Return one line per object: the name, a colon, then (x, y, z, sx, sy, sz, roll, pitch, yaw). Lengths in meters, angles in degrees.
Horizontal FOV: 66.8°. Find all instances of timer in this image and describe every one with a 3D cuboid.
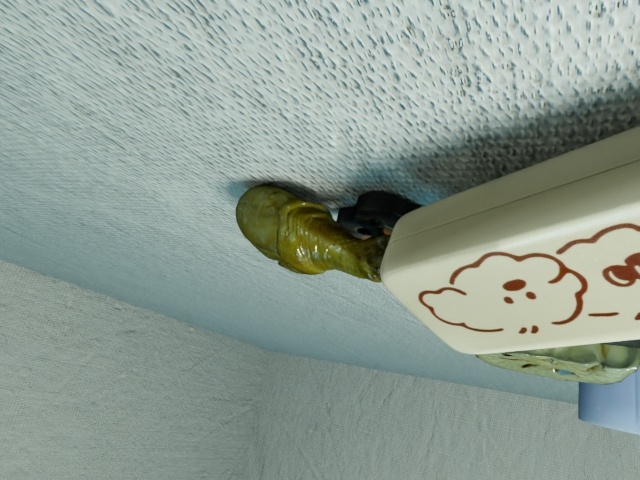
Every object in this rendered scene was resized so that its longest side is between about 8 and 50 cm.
timer: (0.674, 0.297, 0.846, 0.395, 0.173, 0.395, 7, 169, 1)

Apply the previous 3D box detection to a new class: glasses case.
glasses case: (0.210, 0.004, 0.348, 0.144, 0.076, 0.336, 41, 141, -24)

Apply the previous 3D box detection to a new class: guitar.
guitar: (0.039, -0.014, 0.621, 0.088, 0.025, 0.233, 22, 161, -26)

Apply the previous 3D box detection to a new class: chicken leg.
chicken leg: (0.000, 0.000, 0.541, 0.227, 0.088, 0.103, 19, 150, 27)

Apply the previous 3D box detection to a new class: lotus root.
lotus root: (0.346, 0.139, 0.729, 0.235, 0.119, 0.138, 0, 153, 31)

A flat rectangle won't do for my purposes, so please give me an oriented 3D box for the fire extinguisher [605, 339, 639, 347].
fire extinguisher: (0.451, 0.041, 0.415, 0.376, 0.113, 0.200, -4, -174, 43)
